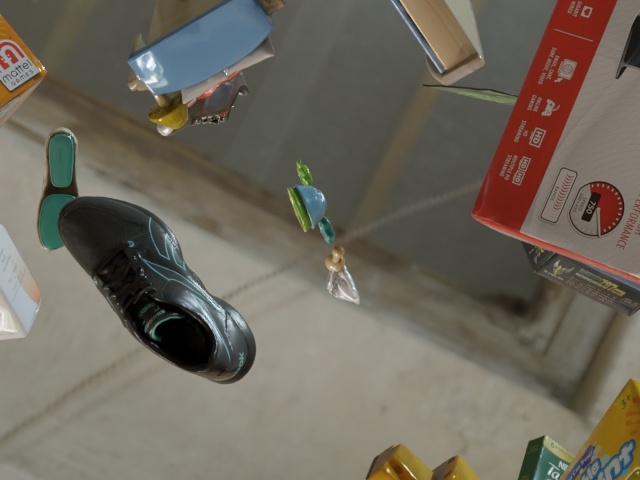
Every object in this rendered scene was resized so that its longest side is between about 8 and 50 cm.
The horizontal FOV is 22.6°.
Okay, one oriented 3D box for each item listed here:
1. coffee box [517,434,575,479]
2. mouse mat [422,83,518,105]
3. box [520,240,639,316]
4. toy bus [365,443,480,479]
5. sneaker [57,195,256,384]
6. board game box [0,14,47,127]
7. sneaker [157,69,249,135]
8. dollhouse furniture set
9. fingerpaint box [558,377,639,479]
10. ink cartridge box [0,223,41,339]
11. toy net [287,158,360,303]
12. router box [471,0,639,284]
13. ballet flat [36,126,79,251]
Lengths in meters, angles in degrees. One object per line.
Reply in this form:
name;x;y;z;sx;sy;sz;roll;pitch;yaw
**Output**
coffee box;0.320;0.375;2.233;0.040;0.113;0.184;-35;-156;49
mouse mat;0.253;-0.207;2.316;0.190;0.153;0.007;17;-83;61
box;0.391;0.003;2.448;0.059;0.233;0.183;-44;-138;28
toy bus;0.211;0.438;2.363;0.130;0.332;0.108;-37;-176;18
sneaker;-0.178;0.048;1.690;0.101;0.267;0.106;-51;171;12
board game box;-0.643;-0.192;2.029;0.356;0.356;0.356;-42;-176;-39
sneaker;-0.152;-0.180;2.175;0.158;0.065;0.061;-42;-159;-27
dollhouse furniture set;-0.026;-0.232;1.610;0.303;0.198;0.286;-28;-150;17
fingerpaint box;0.341;0.446;1.806;0.444;0.163;0.371;-61;-160;27
ink cartridge box;-0.276;-0.005;1.001;0.045;0.145;0.179;-79;156;-48
toy net;0.000;0.000;2.330;0.045;0.232;0.122;-24;-146;-6
router box;0.307;-0.116;1.117;0.082;0.301;0.335;23;89;-60
ballet flat;-0.349;-0.069;2.156;0.052;0.057;0.168;-129;-134;-77
